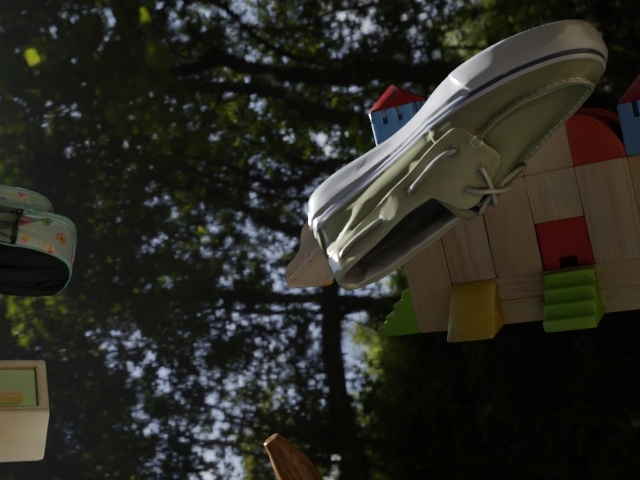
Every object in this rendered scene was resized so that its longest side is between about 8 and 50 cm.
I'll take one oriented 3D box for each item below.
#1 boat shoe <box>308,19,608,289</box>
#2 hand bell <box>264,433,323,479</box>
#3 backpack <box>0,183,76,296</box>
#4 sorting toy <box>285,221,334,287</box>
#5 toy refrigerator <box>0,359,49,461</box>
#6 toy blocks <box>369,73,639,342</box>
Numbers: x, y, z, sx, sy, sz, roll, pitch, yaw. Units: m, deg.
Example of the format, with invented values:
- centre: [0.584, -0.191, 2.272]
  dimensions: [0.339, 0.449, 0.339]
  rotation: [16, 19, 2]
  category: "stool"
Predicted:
- centre: [0.116, -0.060, 0.716]
  dimensions: [0.109, 0.302, 0.094]
  rotation: [14, -131, -45]
  category: "boat shoe"
- centre: [0.020, 0.307, 0.922]
  dimensions: [0.242, 0.126, 0.126]
  rotation: [54, -146, -6]
  category: "hand bell"
- centre: [-0.470, 0.006, 1.310]
  dimensions: [0.188, 0.166, 0.144]
  rotation: [18, -129, -17]
  category: "backpack"
- centre: [0.000, 0.000, 0.883]
  dimensions: [0.045, 0.083, 0.075]
  rotation: [15, -130, -29]
  category: "sorting toy"
- centre: [-0.479, 0.207, 1.048]
  dimensions: [0.269, 0.094, 0.102]
  rotation: [4, -149, -23]
  category: "toy refrigerator"
- centre: [0.219, -0.058, 0.860]
  dimensions: [0.191, 0.381, 0.261]
  rotation: [-25, -77, -61]
  category: "toy blocks"
